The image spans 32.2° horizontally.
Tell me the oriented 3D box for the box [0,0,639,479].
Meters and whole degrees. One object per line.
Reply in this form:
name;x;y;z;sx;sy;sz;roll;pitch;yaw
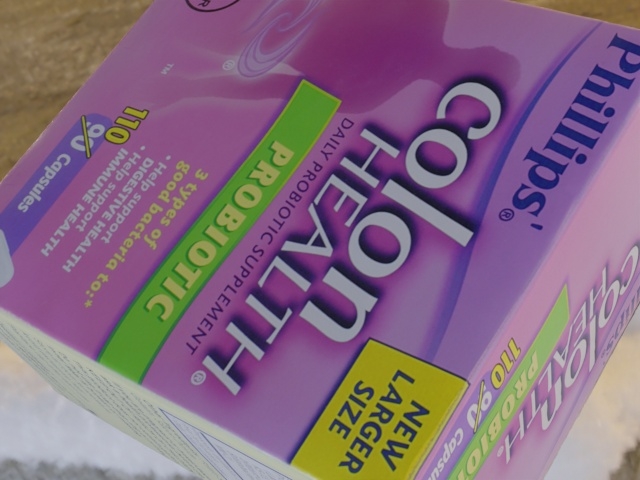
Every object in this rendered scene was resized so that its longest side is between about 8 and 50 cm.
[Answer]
box;0.000;0.000;0.480;0.243;0.117;0.213;22;67;32
